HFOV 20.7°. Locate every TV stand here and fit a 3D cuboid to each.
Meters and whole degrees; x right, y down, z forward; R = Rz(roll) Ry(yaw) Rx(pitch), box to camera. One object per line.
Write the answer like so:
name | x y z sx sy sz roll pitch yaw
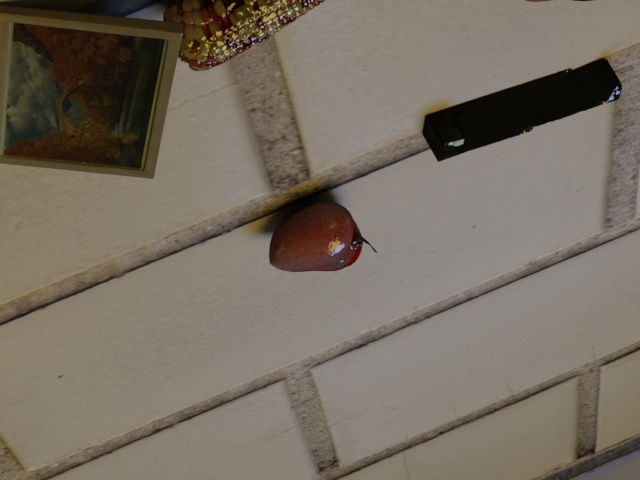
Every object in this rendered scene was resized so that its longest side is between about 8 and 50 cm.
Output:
TV stand | 0.256 -0.166 2.213 0.256 0.049 0.040 -18 151 -13

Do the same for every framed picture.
framed picture | -0.245 -0.147 1.791 0.184 0.016 0.250 6 145 -11

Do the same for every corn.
corn | -0.042 -0.258 1.759 0.253 0.086 0.086 -29 153 8

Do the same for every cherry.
cherry | -0.001 -0.005 2.242 0.126 0.087 0.106 2 153 -12
